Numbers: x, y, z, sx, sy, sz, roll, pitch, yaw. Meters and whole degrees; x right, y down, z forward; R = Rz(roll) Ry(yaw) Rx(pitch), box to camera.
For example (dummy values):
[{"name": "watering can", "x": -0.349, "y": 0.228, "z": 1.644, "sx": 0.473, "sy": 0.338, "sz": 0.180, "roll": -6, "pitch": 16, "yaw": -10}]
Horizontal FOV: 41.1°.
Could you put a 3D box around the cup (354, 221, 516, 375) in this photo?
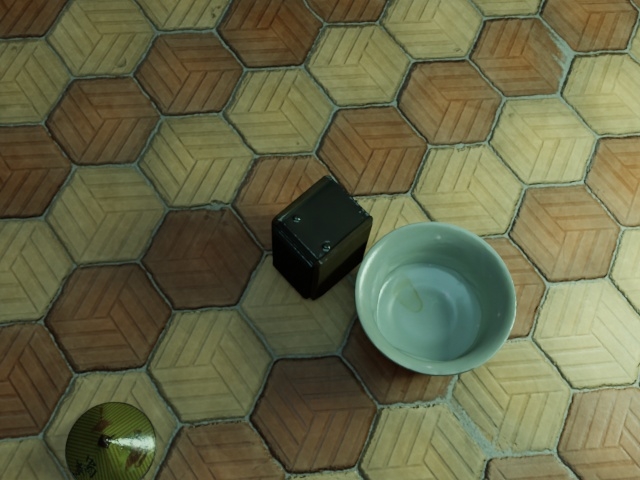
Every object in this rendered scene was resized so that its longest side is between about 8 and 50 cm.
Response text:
[{"name": "cup", "x": 0.240, "y": 0.146, "z": 1.877, "sx": 0.347, "sy": 0.163, "sz": 0.347, "roll": 1, "pitch": 68, "yaw": -3}]

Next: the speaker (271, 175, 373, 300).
[{"name": "speaker", "x": 0.000, "y": 0.000, "z": 1.887, "sx": 0.192, "sy": 0.231, "sz": 0.153, "roll": -40, "pitch": 75, "yaw": -18}]

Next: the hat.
[{"name": "hat", "x": -0.440, "y": 0.422, "z": 1.763, "sx": 0.193, "sy": 0.082, "sz": 0.193, "roll": 1, "pitch": 68, "yaw": -3}]
